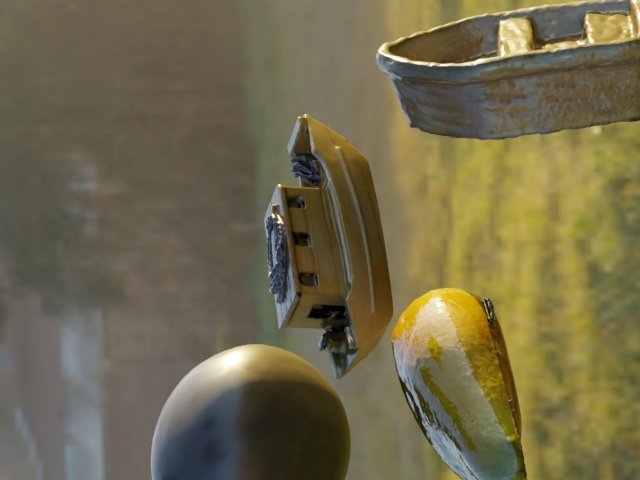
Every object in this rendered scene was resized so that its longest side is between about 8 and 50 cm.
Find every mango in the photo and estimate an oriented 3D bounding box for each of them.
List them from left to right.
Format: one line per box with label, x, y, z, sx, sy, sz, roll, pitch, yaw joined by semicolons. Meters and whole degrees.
mango;0.087;0.093;1.158;0.187;0.066;0.101;-115;15;-56

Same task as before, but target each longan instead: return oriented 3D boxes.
longan;-0.062;0.194;1.788;0.212;0.198;0.198;-8;-83;-62

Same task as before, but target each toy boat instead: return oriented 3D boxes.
toy boat;0.000;0.000;1.320;0.057;0.077;0.200;113;155;-51
toy boat;0.134;-0.113;1.300;0.116;0.188;0.061;-76;-23;-65
